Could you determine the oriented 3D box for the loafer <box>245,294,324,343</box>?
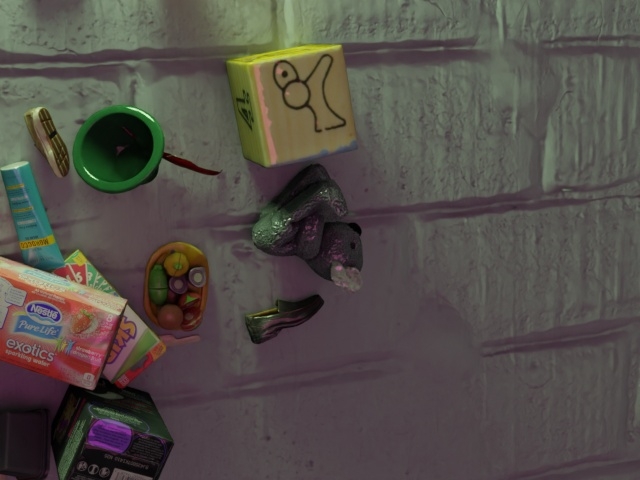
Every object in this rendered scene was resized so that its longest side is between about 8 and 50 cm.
[{"bbox_3d":[-0.073,0.148,2.025,0.170,0.062,0.061,-28,104,-14],"label":"loafer"}]

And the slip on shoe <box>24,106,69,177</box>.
[{"bbox_3d":[-0.503,-0.178,1.820,0.041,0.051,0.135,-8,117,23],"label":"slip on shoe"}]

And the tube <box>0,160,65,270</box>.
[{"bbox_3d":[-0.536,-0.041,1.831,0.080,0.052,0.207,-8,108,15],"label":"tube"}]

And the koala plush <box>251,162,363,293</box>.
[{"bbox_3d":[0.000,0.000,1.962,0.203,0.196,0.221,-41,112,5],"label":"koala plush"}]

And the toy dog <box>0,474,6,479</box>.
[{"bbox_3d":[-0.740,0.371,1.723,0.395,0.284,0.408,-12,105,-32],"label":"toy dog"}]

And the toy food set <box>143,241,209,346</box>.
[{"bbox_3d":[-0.277,0.116,1.939,0.128,0.071,0.218,1,101,-19],"label":"toy food set"}]

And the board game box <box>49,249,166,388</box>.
[{"bbox_3d":[-0.422,0.154,1.892,0.124,0.039,0.259,-42,102,-6],"label":"board game box"}]

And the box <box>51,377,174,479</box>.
[{"bbox_3d":[-0.394,0.366,1.841,0.165,0.270,0.143,23,93,-22],"label":"box"}]

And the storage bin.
[{"bbox_3d":[-0.570,0.378,1.849,0.091,0.098,0.135,24,58,-52],"label":"storage bin"}]

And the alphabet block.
[{"bbox_3d":[-0.056,-0.258,1.877,0.192,0.193,0.197,-14,105,-18],"label":"alphabet block"}]

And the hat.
[{"bbox_3d":[-0.342,-0.139,1.892,0.208,0.183,0.173,29,82,19],"label":"hat"}]

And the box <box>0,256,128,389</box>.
[{"bbox_3d":[-0.517,0.137,1.785,0.300,0.142,0.154,19,97,-7],"label":"box"}]
